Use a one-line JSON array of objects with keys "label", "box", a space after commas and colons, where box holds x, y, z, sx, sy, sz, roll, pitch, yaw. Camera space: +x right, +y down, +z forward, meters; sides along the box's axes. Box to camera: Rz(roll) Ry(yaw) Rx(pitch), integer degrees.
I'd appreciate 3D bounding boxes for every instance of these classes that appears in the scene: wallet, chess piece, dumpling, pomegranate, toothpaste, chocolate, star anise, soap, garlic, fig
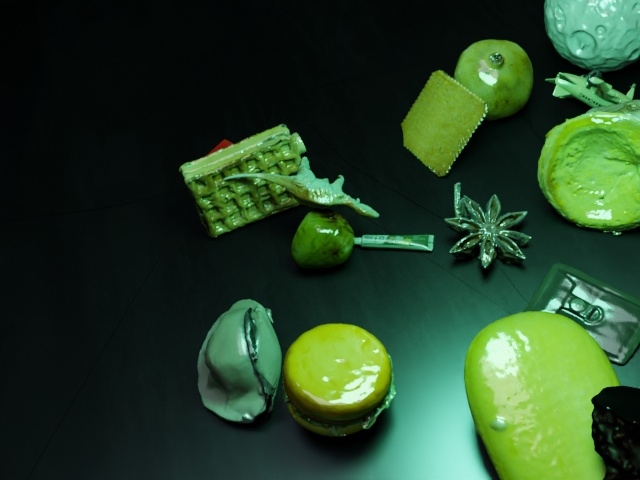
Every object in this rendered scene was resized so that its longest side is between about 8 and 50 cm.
[{"label": "wallet", "box": [0.589, 0.155, 1.765, 0.245, 0.052, 0.168, 29, 65, 30]}, {"label": "chess piece", "box": [-0.107, -0.252, 2.283, 0.122, 0.066, 0.066, -28, 49, -3]}, {"label": "dumpling", "box": [-0.191, 0.260, 1.790, 0.204, 0.163, 0.293, -6, 60, 3]}, {"label": "pomegranate", "box": [0.469, -0.435, 2.199, 0.233, 0.233, 0.233, -7, 48, 8]}, {"label": "toothpaste", "box": [0.179, 0.004, 2.006, 0.204, 0.031, 0.049, 1, 51, 12]}, {"label": "chocolate", "box": [0.581, 0.380, 1.447, 0.224, 0.177, 0.206, 11, 11, 3]}, {"label": "star anise", "box": [0.395, -0.027, 1.945, 0.230, 0.081, 0.262, -30, 60, -13]}, {"label": "soap", "box": [0.451, 0.343, 1.566, 0.306, 0.115, 0.427, -14, 68, -4]}, {"label": "garlic", "box": [0.742, -0.256, 2.013, 0.245, 0.160, 0.245, -16, 11, 3]}, {"label": "fig", "box": [0.000, 0.000, 1.990, 0.165, 0.144, 0.154, -31, 86, -3]}]

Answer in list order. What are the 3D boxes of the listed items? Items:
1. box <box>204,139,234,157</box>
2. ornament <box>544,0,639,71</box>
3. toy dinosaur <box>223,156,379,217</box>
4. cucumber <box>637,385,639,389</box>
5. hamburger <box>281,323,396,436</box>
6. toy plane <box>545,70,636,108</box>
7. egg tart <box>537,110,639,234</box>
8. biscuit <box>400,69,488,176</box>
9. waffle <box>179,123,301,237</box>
[{"label": "box", "box": [-0.250, -0.221, 2.297, 0.152, 0.048, 0.100, 29, 60, 30]}, {"label": "ornament", "box": [0.777, -0.625, 2.209, 0.337, 0.337, 0.337, -7, 48, 8]}, {"label": "toy dinosaur", "box": [-0.043, -0.141, 2.013, 0.393, 0.092, 0.205, 15, 26, -3]}, {"label": "cucumber", "box": [0.693, 0.293, 1.604, 0.112, 0.064, 0.064, -23, 48, -7]}, {"label": "hamburger", "box": [0.037, 0.302, 1.686, 0.246, 0.170, 0.246, 2, 47, -2]}, {"label": "toy plane", "box": [0.732, -0.388, 2.137, 0.256, 0.242, 0.104, 13, 90, -3]}, {"label": "egg tart", "box": [0.667, -0.170, 1.886, 0.315, 0.315, 0.120, 11, 30, 22]}, {"label": "biscuit", "box": [0.321, -0.317, 2.168, 0.237, 0.013, 0.232, 49, 116, 40]}, {"label": "waffle", "box": [-0.193, -0.154, 2.111, 0.308, 0.213, 0.091, -23, 39, -5]}]
